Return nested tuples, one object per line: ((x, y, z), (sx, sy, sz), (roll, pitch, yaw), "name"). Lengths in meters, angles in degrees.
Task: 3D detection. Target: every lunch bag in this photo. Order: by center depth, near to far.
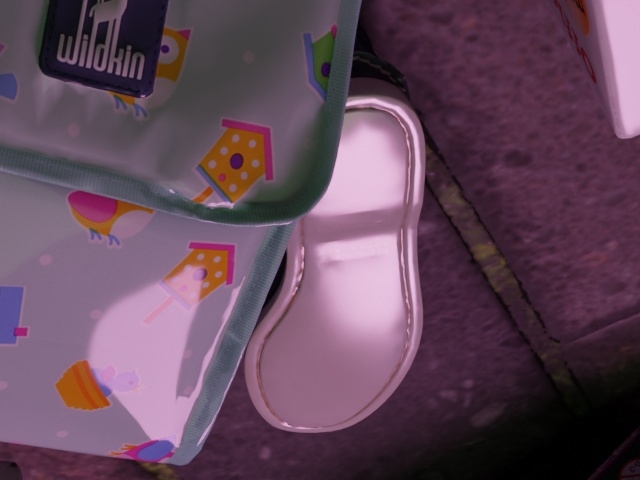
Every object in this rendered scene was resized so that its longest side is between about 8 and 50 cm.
((-0.119, -0.050, 0.642), (0.223, 0.160, 0.262), (13, 121, -25), "lunch bag")

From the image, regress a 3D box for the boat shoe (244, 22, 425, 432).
((0.000, 0.000, 0.792), (0.095, 0.079, 0.254), (-7, 137, -6), "boat shoe")

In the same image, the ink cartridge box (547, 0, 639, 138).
((0.143, -0.189, 0.553), (0.168, 0.171, 0.232), (-19, 139, 4), "ink cartridge box")

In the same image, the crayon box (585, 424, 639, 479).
((0.248, 0.285, 1.082), (0.363, 0.106, 0.313), (-47, 133, 2), "crayon box")

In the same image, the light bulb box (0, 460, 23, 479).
((-0.366, 0.295, 0.823), (0.358, 0.225, 0.361), (8, 134, -32), "light bulb box")
